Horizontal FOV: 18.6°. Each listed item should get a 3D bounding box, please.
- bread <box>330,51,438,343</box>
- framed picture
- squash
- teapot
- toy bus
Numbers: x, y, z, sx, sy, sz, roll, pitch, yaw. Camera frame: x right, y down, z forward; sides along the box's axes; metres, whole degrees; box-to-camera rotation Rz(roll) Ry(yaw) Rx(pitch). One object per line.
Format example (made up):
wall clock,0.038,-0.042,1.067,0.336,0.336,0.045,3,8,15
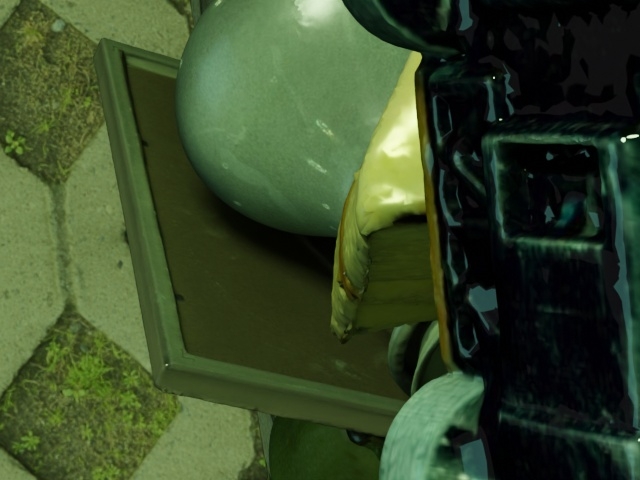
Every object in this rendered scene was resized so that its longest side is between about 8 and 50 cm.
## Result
bread,0.067,-0.106,0.686,0.168,0.163,0.264,106,156,-72
framed picture,0.000,0.000,1.068,0.315,0.232,0.024,-109,39,-54
squash,0.049,0.099,1.136,0.287,0.137,0.137,115,147,-71
teapot,0.042,-0.033,0.954,0.183,0.183,0.251,91,156,-47
toy bus,0.107,-0.027,0.435,0.138,0.167,0.275,6,105,60
